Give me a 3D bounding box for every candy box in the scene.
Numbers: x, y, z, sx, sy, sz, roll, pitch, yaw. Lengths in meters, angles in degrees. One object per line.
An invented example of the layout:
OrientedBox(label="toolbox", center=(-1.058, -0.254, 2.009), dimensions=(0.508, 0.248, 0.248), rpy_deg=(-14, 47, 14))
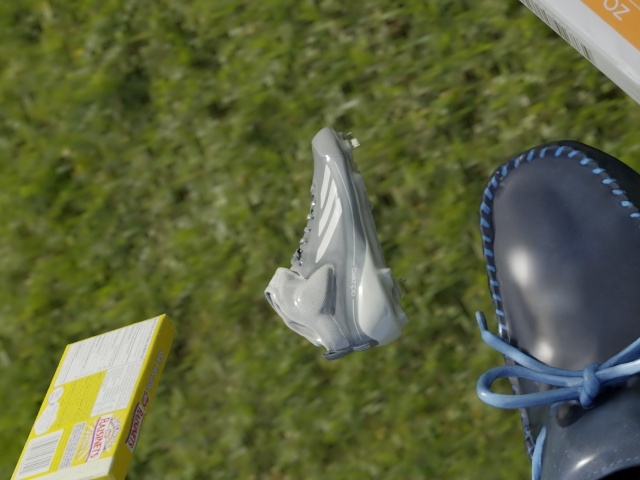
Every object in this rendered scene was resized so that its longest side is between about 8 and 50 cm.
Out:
OrientedBox(label="candy box", center=(-0.191, 0.145, 1.625), dimensions=(0.105, 0.206, 0.027), rpy_deg=(-15, 121, 21))

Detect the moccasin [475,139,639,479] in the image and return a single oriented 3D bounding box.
OrientedBox(label="moccasin", center=(0.163, 0.100, 0.895), dimensions=(0.137, 0.117, 0.342), rpy_deg=(-35, 69, 24))

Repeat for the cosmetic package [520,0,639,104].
OrientedBox(label="cosmetic package", center=(0.359, -0.360, 1.704), dimensions=(0.230, 0.161, 0.453), rpy_deg=(42, 94, 12))

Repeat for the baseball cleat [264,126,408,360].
OrientedBox(label="baseball cleat", center=(0.000, 0.000, 1.538), dimensions=(0.072, 0.109, 0.206), rpy_deg=(67, -175, -53))
